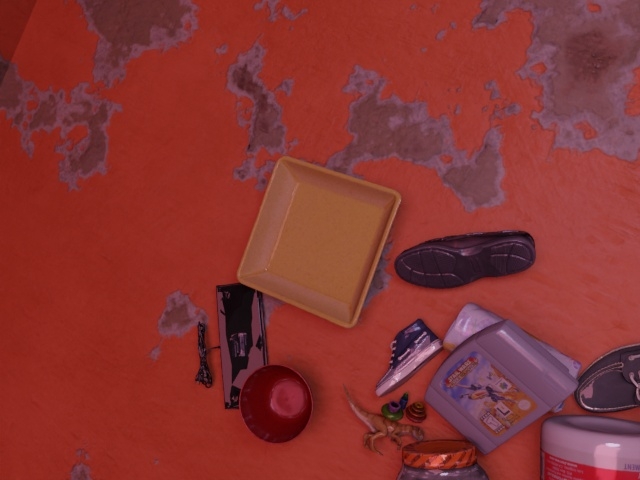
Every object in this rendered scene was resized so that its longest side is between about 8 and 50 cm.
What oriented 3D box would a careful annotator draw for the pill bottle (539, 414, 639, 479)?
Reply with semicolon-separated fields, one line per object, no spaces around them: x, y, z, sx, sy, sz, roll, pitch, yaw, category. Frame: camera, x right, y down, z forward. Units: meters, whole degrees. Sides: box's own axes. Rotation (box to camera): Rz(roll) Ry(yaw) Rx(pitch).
0.519;0.542;1.099;0.229;0.229;0.407;0;85;22;pill bottle

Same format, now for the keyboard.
-0.231;0.269;1.539;0.202;0.033;0.316;-8;80;14;keyboard

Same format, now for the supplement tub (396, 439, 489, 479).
0.255;0.578;1.220;0.194;0.194;0.315;-9;81;21;supplement tub

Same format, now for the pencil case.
0.390;0.239;1.247;0.273;0.113;0.124;29;100;22;pencil case

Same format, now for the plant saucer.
0.000;0.000;1.448;0.333;0.081;0.332;21;91;23;plant saucer

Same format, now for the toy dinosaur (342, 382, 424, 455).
0.128;0.420;1.371;0.212;0.064;0.112;20;74;14;toy dinosaur

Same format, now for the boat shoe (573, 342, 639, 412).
0.625;0.251;1.139;0.320;0.099;0.116;-31;77;29;boat shoe

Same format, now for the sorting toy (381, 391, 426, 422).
0.188;0.368;1.338;0.102;0.061;0.042;10;115;-5;sorting toy

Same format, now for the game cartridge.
0.338;0.293;1.206;0.198;0.062;0.297;39;132;9;game cartridge

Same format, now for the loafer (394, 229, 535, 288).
0.316;0.035;1.326;0.303;0.095;0.109;-9;111;25;loafer

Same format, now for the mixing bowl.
-0.091;0.379;1.429;0.182;0.098;0.181;-2;84;16;mixing bowl

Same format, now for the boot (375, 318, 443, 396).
0.182;0.264;1.360;0.190;0.069;0.086;-41;64;5;boot
